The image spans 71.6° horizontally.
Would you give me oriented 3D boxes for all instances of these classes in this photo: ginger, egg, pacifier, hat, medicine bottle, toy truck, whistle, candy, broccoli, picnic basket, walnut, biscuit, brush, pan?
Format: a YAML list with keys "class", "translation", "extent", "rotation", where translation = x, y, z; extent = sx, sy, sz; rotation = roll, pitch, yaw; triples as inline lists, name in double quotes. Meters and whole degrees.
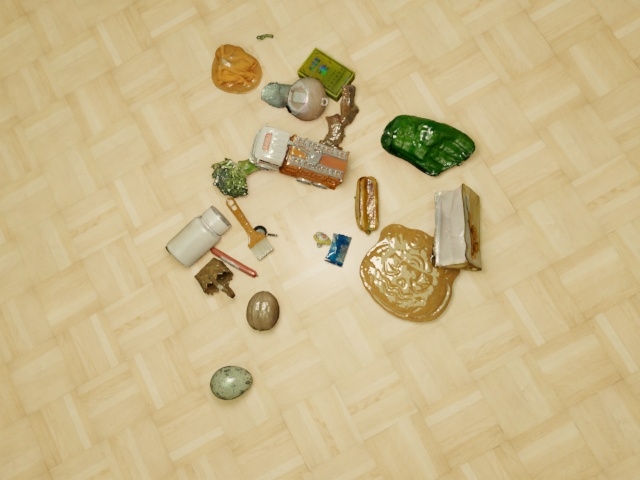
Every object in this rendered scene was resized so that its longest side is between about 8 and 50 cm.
- class: "ginger"
  translation: [0.087, -0.528, 1.917]
  extent: [0.122, 0.084, 0.290]
  rotation: [23, 93, 6]
- class: "egg"
  translation: [-0.359, 0.573, 1.792]
  extent: [0.172, 0.132, 0.132]
  rotation: [-7, 82, -6]
- class: "pacifier"
  translation: [0.000, 0.000, 1.873]
  extent: [0.064, 0.083, 0.068]
  rotation: [-62, 39, 32]
- class: "hat"
  translation: [-0.396, -0.789, 1.922]
  extent: [0.233, 0.233, 0.244]
  rotation: [-16, 82, 2]
- class: "medicine bottle"
  translation: [-0.511, -0.020, 1.878]
  extent: [0.258, 0.143, 0.143]
  rotation: [-43, 81, 0]
- class: "toy truck"
  translation: [-0.084, -0.340, 1.803]
  extent: [0.387, 0.207, 0.173]
  rotation: [15, 88, -13]
- class: "whistle"
  translation: [-0.104, -0.619, 1.928]
  extent: [0.348, 0.189, 0.189]
  rotation: [19, 85, 30]
- class: "candy"
  translation: [0.075, 0.036, 1.861]
  extent: [0.088, 0.038, 0.136]
  rotation: [20, 83, -12]
- class: "broccoli"
  translation: [-0.347, -0.302, 1.925]
  extent: [0.198, 0.177, 0.275]
  rotation: [14, 50, 40]
- class: "picnic basket"
  translation: [-0.423, 0.176, 1.850]
  extent: [0.138, 0.128, 0.178]
  rotation: [-45, 71, 1]
- class: "walnut"
  translation: [-0.235, 0.289, 1.816]
  extent: [0.140, 0.140, 0.162]
  rotation: [10, 73, 7]
- class: "biscuit"
  translation: [0.363, 0.134, 1.811]
  extent: [0.385, 0.062, 0.365]
  rotation: [30, 86, 9]
- class: "brush"
  translation: [-0.317, -0.063, 1.908]
  extent: [0.090, 0.017, 0.314]
  rotation: [-36, 77, 3]
- class: "pan"
  translation: [-0.238, -0.027, 1.910]
  extent: [0.115, 0.023, 0.068]
  rotation: [9, 83, 10]

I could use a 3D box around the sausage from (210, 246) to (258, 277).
- class: "sausage"
  translation: [-0.375, 0.093, 1.906]
  extent: [0.253, 0.034, 0.034]
  rotation: [30, 87, 8]

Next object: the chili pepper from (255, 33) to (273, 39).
- class: "chili pepper"
  translation: [-0.256, -0.933, 2.032]
  extent: [0.083, 0.022, 0.027]
  rotation: [-6, 81, 1]

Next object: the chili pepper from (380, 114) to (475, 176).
- class: "chili pepper"
  translation: [0.432, -0.400, 1.824]
  extent: [0.385, 0.213, 0.167]
  rotation: [15, 39, -11]

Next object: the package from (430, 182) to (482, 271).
- class: "package"
  translation: [0.532, -0.042, 1.758]
  extent: [0.165, 0.221, 0.311]
  rotation: [-6, 75, 35]

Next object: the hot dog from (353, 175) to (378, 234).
- class: "hot dog"
  translation: [0.192, -0.146, 1.863]
  extent: [0.104, 0.076, 0.250]
  rotation: [-1, 86, -14]

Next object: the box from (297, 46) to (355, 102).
- class: "box"
  translation: [0.025, -0.730, 1.956]
  extent: [0.220, 0.064, 0.141]
  rotation: [35, 88, 7]
